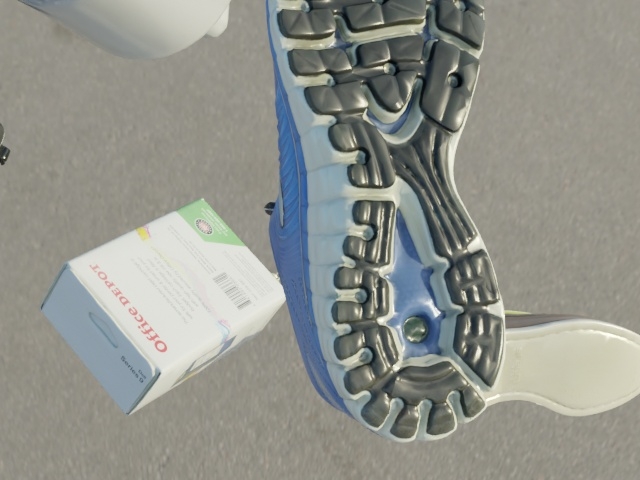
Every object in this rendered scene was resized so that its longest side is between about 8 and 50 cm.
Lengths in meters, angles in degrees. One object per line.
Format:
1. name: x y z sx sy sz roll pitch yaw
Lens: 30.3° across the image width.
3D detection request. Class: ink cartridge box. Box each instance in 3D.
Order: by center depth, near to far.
1. ink cartridge box: -0.165 0.066 1.261 0.154 0.093 0.212 47 40 11

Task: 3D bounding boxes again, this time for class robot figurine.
1. robot figurine: -0.205 -0.293 1.098 0.300 0.353 0.199 -4 79 20

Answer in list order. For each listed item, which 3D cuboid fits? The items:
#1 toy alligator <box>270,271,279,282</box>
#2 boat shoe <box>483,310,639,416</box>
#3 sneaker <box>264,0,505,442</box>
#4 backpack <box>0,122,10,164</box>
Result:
1. toy alligator: 0.000 0.000 1.378 0.190 0.051 0.056 -38 96 -4
2. boat shoe: 0.223 0.131 1.319 0.324 0.116 0.097 -1 17 -23
3. sneaker: 0.014 -0.051 0.682 0.130 0.147 0.330 1 81 -22
4. backpack: -0.642 -0.117 1.816 0.254 0.191 0.225 -7 59 34
